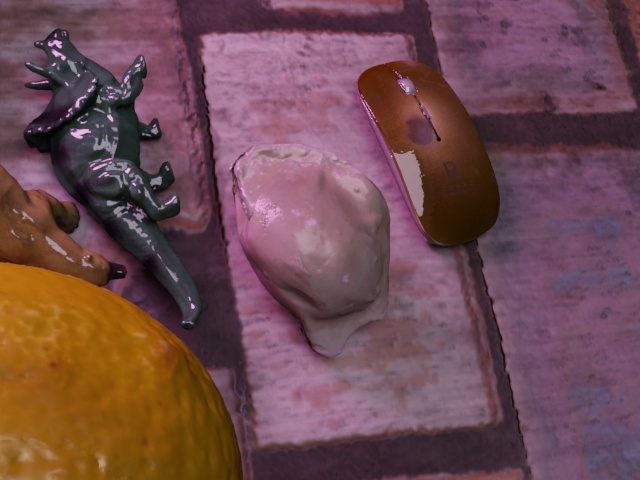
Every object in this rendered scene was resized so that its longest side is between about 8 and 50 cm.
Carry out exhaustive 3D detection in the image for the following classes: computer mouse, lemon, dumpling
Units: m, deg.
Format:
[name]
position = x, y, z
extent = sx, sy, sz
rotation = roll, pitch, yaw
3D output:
[computer mouse]
position = 0.105, -0.090, 1.122
extent = 0.102, 0.045, 0.199
rotation = -16, 76, -27
[lemon]
position = -0.217, 0.168, 0.768
extent = 0.336, 0.336, 0.336
rotation = 7, 68, -17
[dumpling]
position = 0.000, 0.000, 1.016
extent = 0.136, 0.118, 0.199
rotation = -24, 101, -24

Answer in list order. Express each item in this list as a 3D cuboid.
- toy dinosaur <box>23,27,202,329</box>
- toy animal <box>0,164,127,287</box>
[toy dinosaur]
position = -0.161, -0.062, 1.000
extent = 0.120, 0.079, 0.292
rotation = -36, 82, -22
[toy animal]
position = -0.258, -0.030, 0.920
extent = 0.103, 0.101, 0.218
rotation = -50, 117, -16
